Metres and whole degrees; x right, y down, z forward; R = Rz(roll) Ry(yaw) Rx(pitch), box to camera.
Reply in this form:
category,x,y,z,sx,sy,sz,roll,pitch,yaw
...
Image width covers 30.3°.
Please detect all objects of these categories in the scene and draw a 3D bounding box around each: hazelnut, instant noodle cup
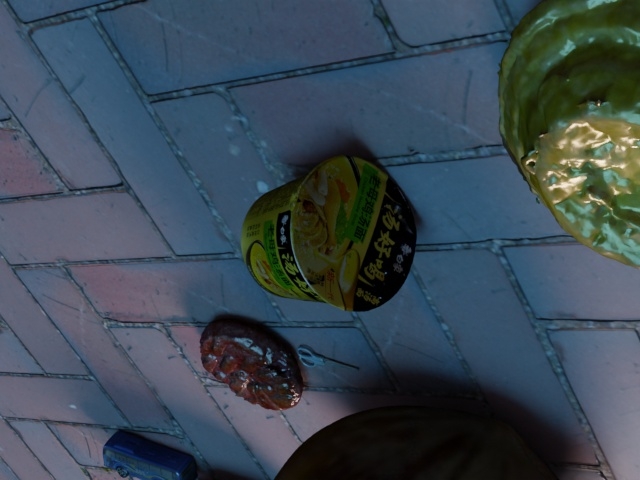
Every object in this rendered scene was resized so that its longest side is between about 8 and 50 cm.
category,x,y,z,sx,sy,sz,roll,pitch,yaw
hazelnut,0.121,0.371,1.316,0.409,0.359,0.359,17,140,9
instant noodle cup,0.000,0.000,1.164,0.122,0.151,0.151,-12,123,52

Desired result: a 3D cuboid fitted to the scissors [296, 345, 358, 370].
category,x,y,z,sx,sy,sz,roll,pitch,yaw
scissors,0.009,0.147,1.422,0.083,0.006,0.036,13,140,26

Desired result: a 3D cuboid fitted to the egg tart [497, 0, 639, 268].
category,x,y,z,sx,sy,sz,roll,pitch,yaw
egg tart,0.255,-0.067,0.919,0.290,0.115,0.290,22,141,19

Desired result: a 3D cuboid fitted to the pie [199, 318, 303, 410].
category,x,y,z,sx,sy,sz,roll,pitch,yaw
pie,-0.087,0.157,1.481,0.154,0.036,0.154,20,141,17

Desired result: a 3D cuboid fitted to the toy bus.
category,x,y,z,sx,sy,sz,roll,pitch,yaw
toy bus,-0.262,0.337,1.799,0.153,0.051,0.061,15,126,24
